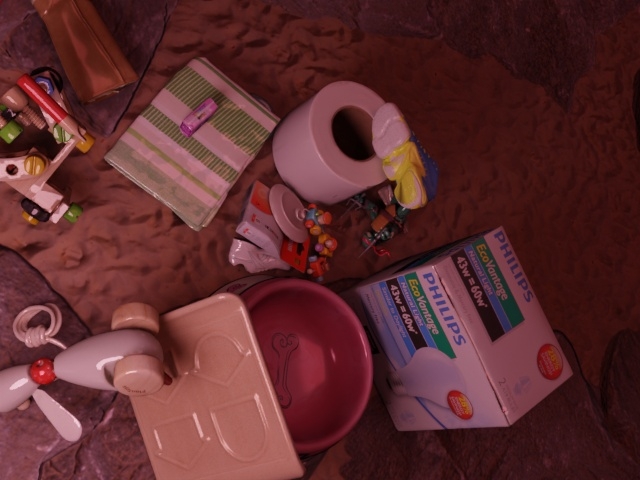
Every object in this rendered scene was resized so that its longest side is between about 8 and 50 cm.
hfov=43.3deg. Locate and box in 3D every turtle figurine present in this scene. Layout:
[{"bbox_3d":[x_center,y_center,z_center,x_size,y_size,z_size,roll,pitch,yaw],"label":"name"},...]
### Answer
[{"bbox_3d":[0.150,-0.059,1.870,0.234,0.175,0.118,-48,138,0],"label":"turtle figurine"}]

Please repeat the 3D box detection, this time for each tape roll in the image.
[{"bbox_3d":[0.036,-0.215,1.814,0.246,0.169,0.246,9,73,-31],"label":"tape roll"}]

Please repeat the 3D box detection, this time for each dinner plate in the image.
[{"bbox_3d":[-0.062,-0.062,1.762,0.141,0.017,0.141,42,35,-39],"label":"dinner plate"}]

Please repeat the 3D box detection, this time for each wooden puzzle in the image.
[{"bbox_3d":[-0.203,0.288,1.463,0.080,0.322,0.348,-23,91,-61],"label":"wooden puzzle"}]

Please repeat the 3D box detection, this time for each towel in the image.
[{"bbox_3d":[-0.259,-0.212,1.698,0.248,0.038,0.325,39,65,-13],"label":"towel"}]

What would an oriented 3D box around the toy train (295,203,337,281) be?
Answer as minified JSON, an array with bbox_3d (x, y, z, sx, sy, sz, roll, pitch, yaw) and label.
[{"bbox_3d":[0.000,0.000,1.767,0.125,0.046,0.166,-29,106,-64],"label":"toy train"}]

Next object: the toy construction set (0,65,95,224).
[{"bbox_3d":[-0.475,-0.155,1.418,0.237,0.309,0.257,46,66,-19],"label":"toy construction set"}]

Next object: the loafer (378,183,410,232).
[{"bbox_3d":[0.178,-0.074,1.948,0.125,0.039,0.045,68,23,-2],"label":"loafer"}]

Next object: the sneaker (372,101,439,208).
[{"bbox_3d":[0.190,-0.183,1.763,0.126,0.091,0.240,-3,78,-52],"label":"sneaker"}]

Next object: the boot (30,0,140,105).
[{"bbox_3d":[-0.446,-0.435,1.630,0.236,0.089,0.269,-32,95,-23],"label":"boot"}]

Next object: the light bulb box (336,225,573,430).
[{"bbox_3d":[0.275,0.201,1.733,0.225,0.361,0.358,-27,91,-34],"label":"light bulb box"}]

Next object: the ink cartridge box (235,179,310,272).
[{"bbox_3d":[-0.088,-0.030,1.730,0.179,0.045,0.145,31,38,-19],"label":"ink cartridge box"}]

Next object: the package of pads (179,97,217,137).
[{"bbox_3d":[-0.252,-0.253,1.661,0.032,0.050,0.083,43,64,-3],"label":"package of pads"}]

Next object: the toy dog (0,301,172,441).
[{"bbox_3d":[-0.394,0.234,1.400,0.161,0.333,0.220,64,32,-45],"label":"toy dog"}]

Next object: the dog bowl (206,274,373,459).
[{"bbox_3d":[-0.071,0.256,1.631,0.408,0.150,0.408,9,72,-30],"label":"dog bowl"}]

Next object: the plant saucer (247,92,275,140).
[{"bbox_3d":[-0.148,-0.279,1.806,0.119,0.021,0.119,9,72,-30],"label":"plant saucer"}]

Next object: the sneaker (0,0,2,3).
[{"bbox_3d":[-0.647,-0.556,1.532,0.092,0.088,0.225,-18,87,-35],"label":"sneaker"}]

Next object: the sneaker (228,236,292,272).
[{"bbox_3d":[-0.130,0.042,1.718,0.152,0.053,0.061,21,91,-30],"label":"sneaker"}]
